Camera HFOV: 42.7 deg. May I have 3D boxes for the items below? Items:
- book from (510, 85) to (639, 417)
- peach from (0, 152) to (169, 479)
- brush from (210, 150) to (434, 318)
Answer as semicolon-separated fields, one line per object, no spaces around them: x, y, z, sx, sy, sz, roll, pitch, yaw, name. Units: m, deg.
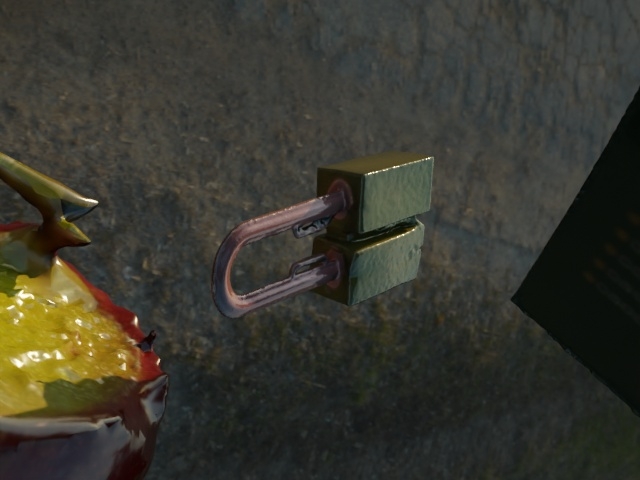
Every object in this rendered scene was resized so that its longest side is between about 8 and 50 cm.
0.242;0.038;0.417;0.043;0.260;0.371;-39;161;-19;book
-0.320;0.101;0.513;0.406;0.335;0.310;21;115;-38;peach
0.000;0.000;0.576;0.233;0.047;0.103;-18;119;-51;brush
